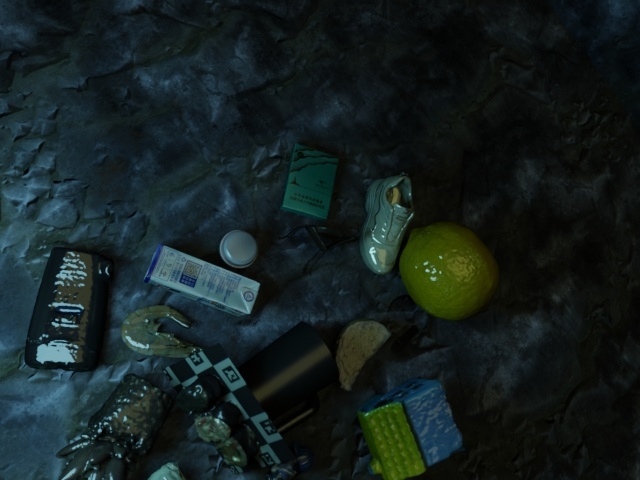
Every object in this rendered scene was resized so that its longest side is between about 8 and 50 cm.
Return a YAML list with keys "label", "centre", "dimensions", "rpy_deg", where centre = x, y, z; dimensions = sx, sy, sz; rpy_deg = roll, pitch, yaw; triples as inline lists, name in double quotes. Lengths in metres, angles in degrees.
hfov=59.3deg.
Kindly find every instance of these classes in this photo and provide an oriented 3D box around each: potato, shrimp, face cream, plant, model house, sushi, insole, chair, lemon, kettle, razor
- label: "potato"
  centre: [0.101, 0.345, 1.787]
  dimensions: [0.138, 0.098, 0.243]
  rpy_deg: [42, 74, -5]
- label: "shrimp"
  centre: [-0.438, 0.262, 1.618]
  dimensions: [0.254, 0.059, 0.145]
  rpy_deg: [7, 67, -15]
- label: "face cream"
  centre: [-0.251, 0.029, 1.710]
  dimensions: [0.117, 0.104, 0.117]
  rpy_deg: [5, 77, -21]
- label: "plant"
  centre: [-0.536, 0.512, 1.464]
  dimensions: [0.194, 0.181, 0.321]
  rpy_deg: [36, 64, -11]
- label: "model house"
  centre: [0.265, 0.589, 1.745]
  dimensions: [0.303, 0.215, 0.237]
  rpy_deg: [-20, 88, -20]
- label: "sushi"
  centre: [-0.282, 0.488, 1.495]
  dimensions: [0.373, 0.296, 0.100]
  rpy_deg: [57, 39, -3]
- label: "insole"
  centre: [0.285, 0.337, 1.911]
  dimensions: [0.135, 0.002, 0.045]
  rpy_deg: [-41, 96, -23]
- label: "chair"
  centre: [0.000, 0.000, 1.783]
  dimensions: [0.213, 0.174, 0.149]
  rpy_deg: [-30, 95, -13]
- label: "lemon"
  centre: [0.420, 0.099, 1.847]
  dimensions: [0.335, 0.336, 0.337]
  rpy_deg: [4, 78, -20]
- label: "kettle"
  centre: [-0.122, 0.420, 1.661]
  dimensions: [0.307, 0.262, 0.203]
  rpy_deg: [-31, 56, -21]
- label: "razor"
  centre: [-0.667, 0.185, 1.513]
  dimensions: [0.189, 0.107, 0.327]
  rpy_deg: [11, 74, -18]

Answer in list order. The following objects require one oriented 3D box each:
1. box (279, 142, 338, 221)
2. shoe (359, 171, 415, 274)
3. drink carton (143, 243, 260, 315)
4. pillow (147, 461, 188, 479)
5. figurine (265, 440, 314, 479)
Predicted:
- label: "box"
  centre: [-0.035, -0.193, 1.872]
  dimensions: [0.160, 0.042, 0.227]
  rpy_deg: [16, 74, -19]
- label: "shoe"
  centre: [0.229, -0.062, 1.857]
  dimensions: [0.132, 0.210, 0.343]
  rpy_deg: [10, 76, -19]
- label: "drink carton"
  centre: [-0.345, 0.124, 1.641]
  dimensions: [0.314, 0.130, 0.107]
  rpy_deg: [24, 73, -16]
- label: "pillow"
  centre: [-0.437, 0.770, 1.469]
  dimensions: [0.309, 0.138, 0.284]
  rpy_deg: [-37, 93, -20]
- label: "figurine"
  centre: [-0.090, 0.665, 1.661]
  dimensions: [0.149, 0.087, 0.086]
  rpy_deg: [-37, 131, -23]
